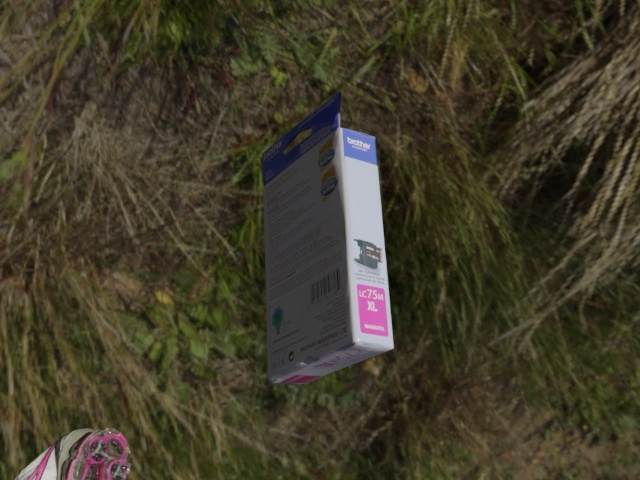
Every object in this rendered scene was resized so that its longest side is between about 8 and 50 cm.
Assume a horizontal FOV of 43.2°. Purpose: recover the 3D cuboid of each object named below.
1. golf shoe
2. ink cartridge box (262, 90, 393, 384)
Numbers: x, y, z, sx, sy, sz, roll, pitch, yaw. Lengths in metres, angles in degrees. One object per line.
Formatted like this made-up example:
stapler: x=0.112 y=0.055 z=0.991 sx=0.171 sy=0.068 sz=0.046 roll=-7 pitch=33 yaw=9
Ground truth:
golf shoe: x=-0.235 y=0.233 z=0.666 sx=0.086 sy=0.186 sz=0.067 roll=-11 pitch=116 yaw=31
ink cartridge box: x=0.000 y=0.000 z=0.967 sx=0.065 sy=0.311 sz=0.186 roll=9 pitch=155 yaw=-33
